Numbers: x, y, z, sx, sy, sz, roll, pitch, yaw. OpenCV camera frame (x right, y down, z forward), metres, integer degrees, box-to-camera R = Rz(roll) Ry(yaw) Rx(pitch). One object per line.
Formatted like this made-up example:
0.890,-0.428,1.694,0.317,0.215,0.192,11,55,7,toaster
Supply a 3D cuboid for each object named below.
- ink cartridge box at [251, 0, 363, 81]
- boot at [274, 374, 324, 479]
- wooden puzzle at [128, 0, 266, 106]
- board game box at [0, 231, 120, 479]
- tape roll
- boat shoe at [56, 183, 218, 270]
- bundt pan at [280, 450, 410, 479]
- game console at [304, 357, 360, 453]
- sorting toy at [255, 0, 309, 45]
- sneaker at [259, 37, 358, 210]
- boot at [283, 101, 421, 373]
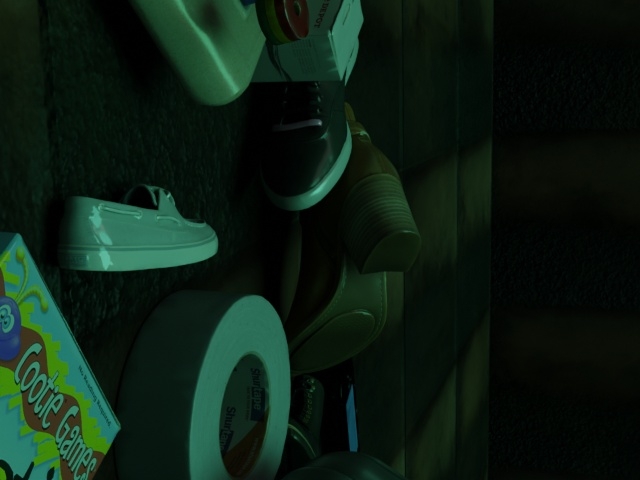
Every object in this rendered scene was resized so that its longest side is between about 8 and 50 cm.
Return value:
-0.036,-0.200,0.850,0.056,0.135,0.099,71,29,-46,ink cartridge box
-0.034,0.199,1.024,0.198,0.076,0.137,85,12,-60,boot
-0.081,-0.336,0.720,0.322,0.080,0.348,61,37,-41,wooden puzzle
-0.220,0.135,0.359,0.275,0.144,0.142,-67,153,-43,board game box
-0.099,0.155,0.815,0.219,0.072,0.219,2,90,-70,tape roll
-0.139,-0.013,0.704,0.184,0.066,0.063,-6,99,-61,boat shoe
-0.036,0.315,0.782,0.331,0.124,0.331,-46,163,-18,bundt pan
0.035,0.181,1.240,0.213,0.043,0.361,-48,137,-61,game console
-0.033,-0.295,0.674,0.132,0.046,0.275,-48,126,-60,sorting toy
-0.027,-0.178,0.945,0.147,0.104,0.296,65,28,-49,sneaker
0.000,0.000,1.033,0.283,0.109,0.220,-65,-144,40,boot
